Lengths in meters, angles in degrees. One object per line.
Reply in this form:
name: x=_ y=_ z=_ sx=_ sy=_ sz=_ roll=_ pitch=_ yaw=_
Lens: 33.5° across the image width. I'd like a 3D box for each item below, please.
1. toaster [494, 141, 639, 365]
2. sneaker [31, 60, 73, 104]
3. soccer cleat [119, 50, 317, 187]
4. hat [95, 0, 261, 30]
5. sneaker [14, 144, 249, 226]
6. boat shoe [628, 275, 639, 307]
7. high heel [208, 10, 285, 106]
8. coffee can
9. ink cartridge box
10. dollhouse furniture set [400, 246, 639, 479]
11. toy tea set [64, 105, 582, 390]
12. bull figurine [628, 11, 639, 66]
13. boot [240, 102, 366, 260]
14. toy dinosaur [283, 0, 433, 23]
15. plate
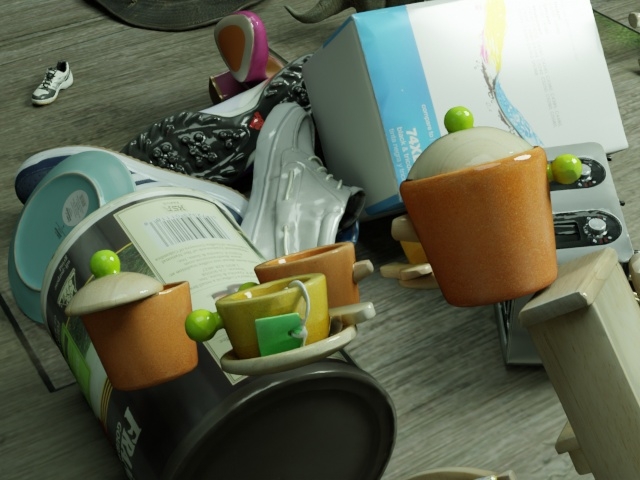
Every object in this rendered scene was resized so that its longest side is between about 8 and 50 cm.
toaster: x=0.229 y=0.021 z=1.034 sx=0.110 sy=0.186 sz=0.168 roll=-1 pitch=45 yaw=3
sneaker: x=-0.368 y=-0.216 z=1.445 sx=0.032 sy=0.037 sz=0.083 roll=13 pitch=41 yaw=14
soccer cleat: x=-0.105 y=-0.120 z=1.285 sx=0.318 sy=0.116 sz=0.108 roll=-31 pitch=85 yaw=-17
hat: x=-0.229 y=-0.464 z=1.693 sx=0.331 sy=0.134 sz=0.331 roll=0 pitch=37 yaw=0
sneaker: x=-0.221 y=-0.013 z=1.129 sx=0.282 sy=0.099 sz=0.153 roll=12 pitch=37 yaw=11
boat shoe: x=0.354 y=0.060 z=1.075 sx=0.135 sy=0.045 sz=0.050 roll=2 pitch=38 yaw=3
high heel: x=-0.069 y=-0.232 z=1.333 sx=0.117 sy=0.244 sz=0.082 roll=-23 pitch=76 yaw=-17
coffee can: x=-0.093 y=0.107 z=0.887 sx=0.201 sy=0.201 sz=0.275 roll=-19 pitch=41 yaw=-23
ink cartridge box: x=0.151 y=-0.149 z=1.166 sx=0.270 sy=0.197 sz=0.198 roll=-14 pitch=-3 yaw=-17
dollhouse furniture set: x=0.076 y=0.150 z=0.775 sx=0.355 sy=0.174 sz=0.303 roll=-23 pitch=2 yaw=28
toy tea set: x=0.000 y=0.000 z=0.701 sx=0.336 sy=0.124 sz=0.200 roll=-16 pitch=5 yaw=-19
bull figurine: x=0.546 y=-0.278 z=1.476 sx=0.188 sy=0.101 sz=0.310 roll=-23 pitch=41 yaw=-21
boot: x=-0.007 y=-0.047 z=1.138 sx=0.123 sy=0.095 sz=0.258 roll=-4 pitch=54 yaw=21
toy dinosaur: x=0.106 y=-0.339 z=1.505 sx=0.313 sy=0.160 sz=0.121 roll=18 pitch=41 yaw=21
plate: x=-0.260 y=-0.007 z=1.080 sx=0.188 sy=0.188 sz=0.024 roll=40 pitch=8 yaw=40
